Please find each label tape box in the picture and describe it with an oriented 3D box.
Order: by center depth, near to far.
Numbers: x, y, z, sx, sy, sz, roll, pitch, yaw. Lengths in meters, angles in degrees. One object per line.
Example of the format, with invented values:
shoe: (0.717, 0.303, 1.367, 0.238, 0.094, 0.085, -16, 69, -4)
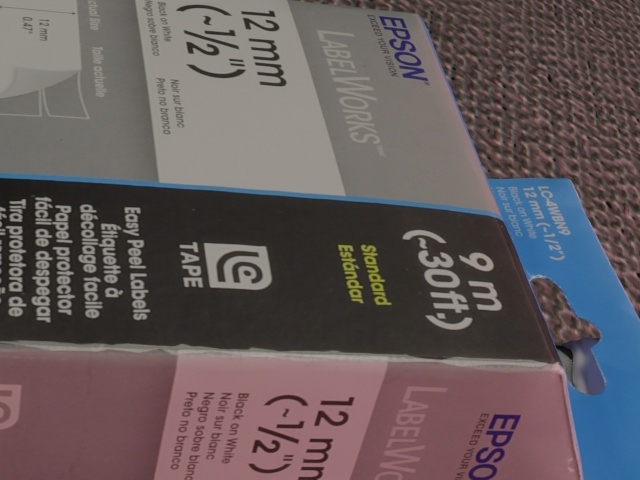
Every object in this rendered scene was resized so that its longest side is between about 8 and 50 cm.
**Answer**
label tape box: (0.000, 0.000, 0.598, 0.348, 0.115, 0.249, 2, 40, -14)

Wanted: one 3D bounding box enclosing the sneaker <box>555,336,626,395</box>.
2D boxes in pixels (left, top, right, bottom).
sneaker: (0.103, 0.148, 0.614, 0.108, 0.100, 0.271, 7, 36, -8)
